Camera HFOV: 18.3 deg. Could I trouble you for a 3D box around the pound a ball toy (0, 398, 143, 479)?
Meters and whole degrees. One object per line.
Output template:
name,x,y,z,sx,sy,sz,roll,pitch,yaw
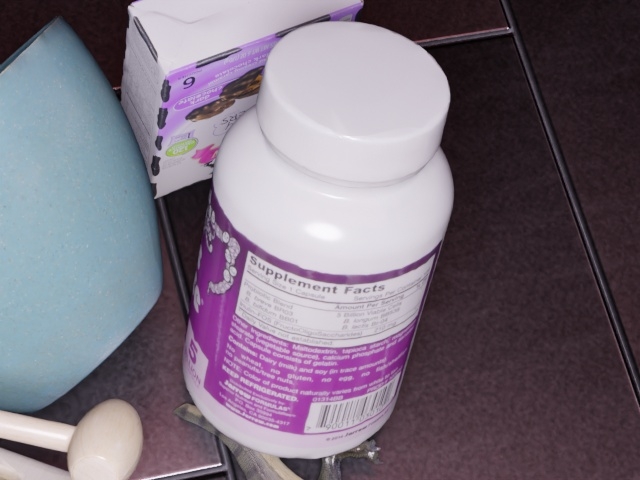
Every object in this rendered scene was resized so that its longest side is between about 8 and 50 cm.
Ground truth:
pound a ball toy,-0.272,0.153,1.335,0.319,0.208,0.136,17,25,10

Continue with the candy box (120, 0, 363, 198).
candy box,-0.066,-0.129,1.528,0.165,0.196,0.070,-22,69,-18

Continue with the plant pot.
plant pot,-0.226,0.008,1.414,0.195,0.290,0.290,47,64,-11

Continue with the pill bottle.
pill bottle,0.000,0.000,1.399,0.169,0.301,0.169,7,43,-7

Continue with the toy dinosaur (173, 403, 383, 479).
toy dinosaur,0.007,0.202,1.455,0.118,0.064,0.268,-28,68,-13
